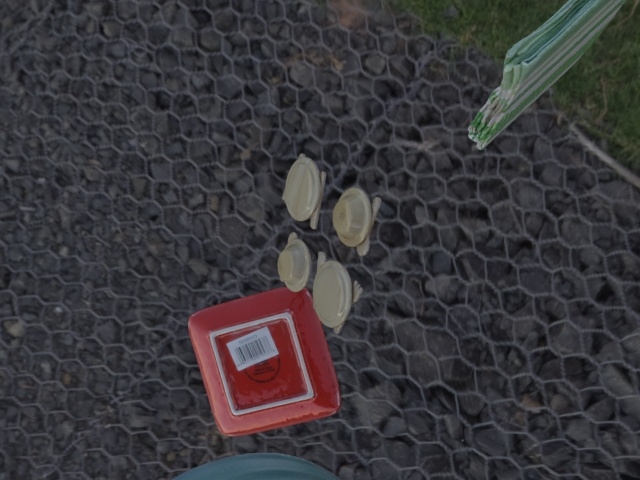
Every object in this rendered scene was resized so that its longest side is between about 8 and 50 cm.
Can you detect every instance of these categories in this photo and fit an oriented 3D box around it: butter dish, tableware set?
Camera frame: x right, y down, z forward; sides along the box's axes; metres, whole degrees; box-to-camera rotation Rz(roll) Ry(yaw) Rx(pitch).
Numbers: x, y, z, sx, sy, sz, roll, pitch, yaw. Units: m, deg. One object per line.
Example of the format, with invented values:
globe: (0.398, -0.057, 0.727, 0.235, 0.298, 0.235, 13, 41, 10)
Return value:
butter dish: (-0.058, 0.139, 0.940, 0.160, 0.118, 0.160, -16, 92, 13)
tableware set: (0.000, 0.000, 0.753, 0.168, 0.020, 0.141, 35, 116, 51)

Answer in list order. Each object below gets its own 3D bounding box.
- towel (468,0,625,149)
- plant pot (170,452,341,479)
towel: (0.300, -0.245, 0.984, 0.248, 0.325, 0.038, -42, 81, -4)
plant pot: (-0.025, 0.327, 0.556, 0.292, 0.196, 0.293, -1, 93, -27)
